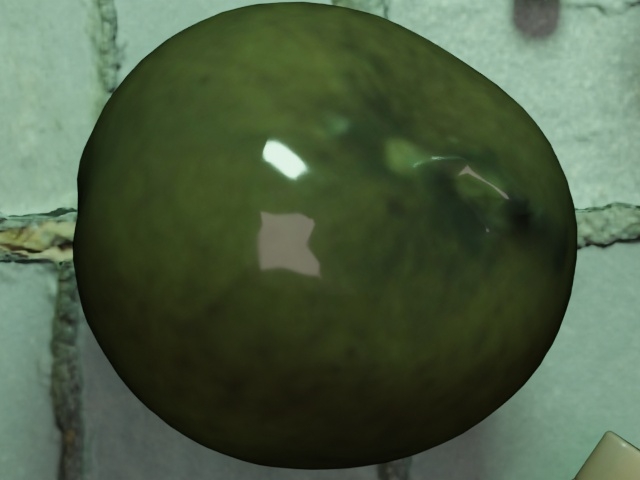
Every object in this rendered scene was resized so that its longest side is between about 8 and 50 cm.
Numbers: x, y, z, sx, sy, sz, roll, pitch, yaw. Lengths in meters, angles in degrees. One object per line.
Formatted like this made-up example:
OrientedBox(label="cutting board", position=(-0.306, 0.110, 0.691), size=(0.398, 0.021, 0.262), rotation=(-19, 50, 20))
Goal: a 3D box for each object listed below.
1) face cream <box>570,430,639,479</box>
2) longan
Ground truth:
OrientedBox(label="face cream", position=(0.233, 0.216, 1.196), size=(0.149, 0.149, 0.104), rotation=(34, 91, -5))
OrientedBox(label="longan", position=(0.000, 0.000, 1.097), size=(0.319, 0.319, 0.318), rotation=(0, 92, -4))
